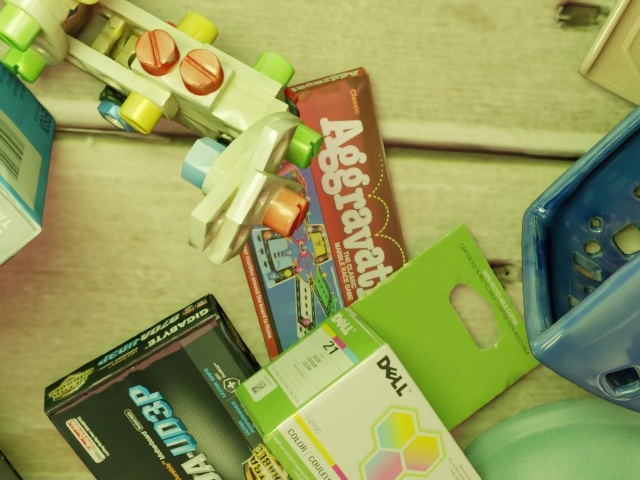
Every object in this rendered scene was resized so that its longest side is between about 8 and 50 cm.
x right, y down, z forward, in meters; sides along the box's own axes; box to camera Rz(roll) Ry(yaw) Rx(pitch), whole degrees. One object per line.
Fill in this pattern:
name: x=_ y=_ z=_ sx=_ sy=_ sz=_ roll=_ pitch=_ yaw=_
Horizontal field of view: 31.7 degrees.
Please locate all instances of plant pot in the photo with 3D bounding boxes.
plant pot: x=0.261 y=0.317 z=1.037 sx=0.293 sy=0.196 sz=0.293 roll=4 pitch=125 yaw=5
plant pot: x=0.319 y=0.019 z=0.917 sx=0.212 sy=0.236 sz=0.236 roll=38 pitch=118 yaw=-14

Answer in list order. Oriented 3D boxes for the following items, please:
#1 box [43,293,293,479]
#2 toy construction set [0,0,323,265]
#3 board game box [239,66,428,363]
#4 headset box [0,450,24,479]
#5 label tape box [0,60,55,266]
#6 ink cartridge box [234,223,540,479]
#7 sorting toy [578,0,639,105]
box: x=-0.119 y=0.180 z=1.031 sx=0.175 sy=0.051 sz=0.220 roll=-29 pitch=116 yaw=0
toy construction set: x=-0.114 y=-0.123 z=0.796 sx=0.151 sy=0.215 sz=0.328 roll=-43 pitch=77 yaw=-9
board game box: x=0.000 y=0.000 z=0.994 sx=0.145 sy=0.027 sz=0.281 roll=-17 pitch=115 yaw=-6
headset box: x=-0.362 y=0.236 z=0.936 sx=0.218 sy=0.110 sz=0.293 roll=-37 pitch=117 yaw=-20
label tape box: x=-0.356 y=0.019 z=0.804 sx=0.348 sy=0.249 sz=0.115 roll=-40 pitch=114 yaw=6
ink cartridge box: x=0.084 y=0.137 z=0.997 sx=0.255 sy=0.097 sz=0.188 roll=-37 pitch=116 yaw=-5
sorting toy: x=0.346 y=-0.193 z=0.983 sx=0.208 sy=0.038 sz=0.193 roll=22 pitch=107 yaw=-24
